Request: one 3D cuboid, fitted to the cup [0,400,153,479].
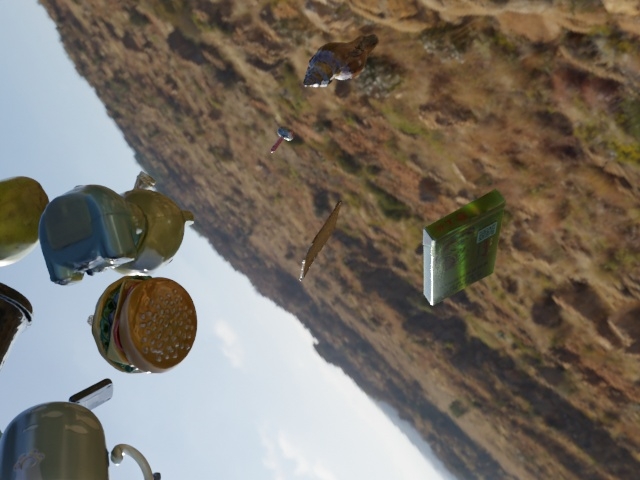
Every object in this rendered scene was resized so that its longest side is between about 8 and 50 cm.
[{"bbox_3d":[-0.572,0.541,1.648,0.260,0.356,0.275,-68,29,29],"label":"cup"}]

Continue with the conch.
[{"bbox_3d":[0.048,-0.387,1.495,0.086,0.232,0.080,60,161,8],"label":"conch"}]

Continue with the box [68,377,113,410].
[{"bbox_3d":[-0.627,0.434,1.941,0.027,0.125,0.126,51,149,21],"label":"box"}]

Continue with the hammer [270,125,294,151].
[{"bbox_3d":[-0.113,-0.282,1.983,0.052,0.083,0.031,29,168,37],"label":"hammer"}]

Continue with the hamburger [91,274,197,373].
[{"bbox_3d":[-0.266,0.127,1.076,0.115,0.162,0.162,-6,129,37],"label":"hamburger"}]

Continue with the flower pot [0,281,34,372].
[{"bbox_3d":[-0.738,0.226,1.319,0.379,0.378,0.251,63,-161,-60],"label":"flower pot"}]

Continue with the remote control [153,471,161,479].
[{"bbox_3d":[-0.520,0.744,2.158,0.152,0.027,0.044,-51,43,46],"label":"remote control"}]

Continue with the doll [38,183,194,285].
[{"bbox_3d":[-0.352,-0.014,1.243,0.260,0.176,0.162,2,-113,-67],"label":"doll"}]

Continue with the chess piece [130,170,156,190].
[{"bbox_3d":[-0.620,-0.171,2.402,0.066,0.122,0.066,36,177,2],"label":"chess piece"}]

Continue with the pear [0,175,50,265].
[{"bbox_3d":[-0.956,-0.059,2.122,0.252,0.307,0.253,18,130,23],"label":"pear"}]

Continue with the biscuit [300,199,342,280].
[{"bbox_3d":[0.000,0.000,2.246,0.013,0.232,0.237,29,156,9],"label":"biscuit"}]

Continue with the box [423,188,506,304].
[{"bbox_3d":[0.303,0.023,1.515,0.043,0.172,0.311,58,172,29],"label":"box"}]

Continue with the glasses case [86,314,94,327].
[{"bbox_3d":[-0.649,0.279,2.186,0.080,0.051,0.204,19,164,25],"label":"glasses case"}]

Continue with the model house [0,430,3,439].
[{"bbox_3d":[-0.970,0.731,2.193,0.340,0.323,0.300,52,146,23],"label":"model house"}]
